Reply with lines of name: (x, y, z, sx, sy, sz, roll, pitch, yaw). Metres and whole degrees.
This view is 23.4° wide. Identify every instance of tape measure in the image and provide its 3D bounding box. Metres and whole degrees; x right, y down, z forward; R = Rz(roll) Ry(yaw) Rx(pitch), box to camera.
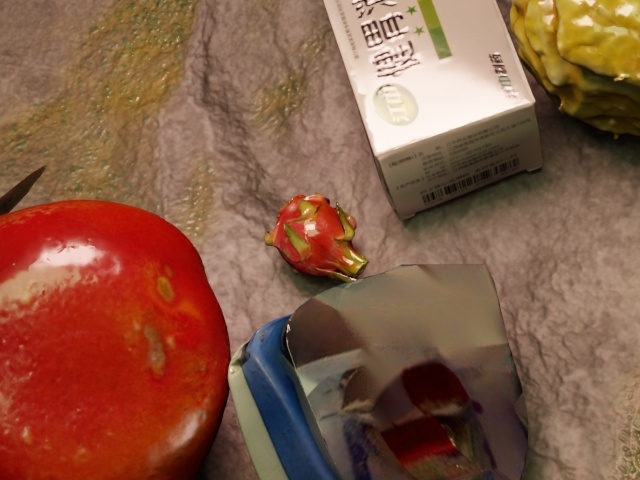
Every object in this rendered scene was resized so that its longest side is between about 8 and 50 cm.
tape measure: (0.062, 0.170, 1.444, 0.259, 0.138, 0.262, -11, 77, -36)

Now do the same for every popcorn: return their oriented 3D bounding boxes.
popcorn: (0.321, -0.230, 1.543, 0.282, 0.282, 0.247, 2, 83, 12)

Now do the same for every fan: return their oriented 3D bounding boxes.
fan: (-0.435, 0.063, 1.600, 0.012, 0.233, 0.415, 45, 82, -3)

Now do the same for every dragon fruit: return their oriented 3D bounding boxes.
dragon fruit: (0.001, 0.002, 1.610, 0.116, 0.086, 0.081, 46, 47, 12)

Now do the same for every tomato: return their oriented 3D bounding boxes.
tomato: (-0.246, 0.118, 1.484, 0.290, 0.293, 0.325, 10, 95, -24)

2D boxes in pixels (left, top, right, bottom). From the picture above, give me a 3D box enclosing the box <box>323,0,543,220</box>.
box: (0.107, -0.209, 1.646, 0.173, 0.145, 0.332, -19, 65, 5)
